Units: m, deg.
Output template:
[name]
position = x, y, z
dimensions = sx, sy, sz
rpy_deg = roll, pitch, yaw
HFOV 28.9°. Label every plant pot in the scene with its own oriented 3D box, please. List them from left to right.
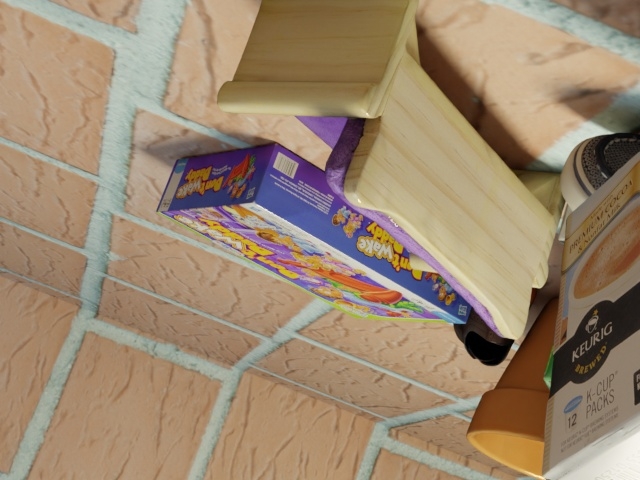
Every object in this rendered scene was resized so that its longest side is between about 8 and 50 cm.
[plant pot]
position = 0.350, 0.199, 1.563
dimensions = 0.291, 0.203, 0.291
rpy_deg = 18, 163, 5

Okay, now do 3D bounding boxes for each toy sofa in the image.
[toy sofa]
position = 0.072, -0.057, 1.089
dimensions = 0.150, 0.177, 0.362
rpy_deg = 8, 162, 36

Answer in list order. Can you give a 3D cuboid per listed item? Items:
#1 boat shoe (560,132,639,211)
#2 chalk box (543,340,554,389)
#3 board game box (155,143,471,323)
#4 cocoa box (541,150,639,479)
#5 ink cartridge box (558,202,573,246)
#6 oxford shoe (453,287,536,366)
[boat shoe]
position = 0.365, -0.032, 0.962
dimensions = 0.340, 0.127, 0.158
rpy_deg = 24, 142, 10
[chalk box]
position = 0.323, 0.126, 1.328
dimensions = 0.132, 0.213, 0.132
rpy_deg = 14, 163, 23
[board game box]
position = 0.000, 0.000, 1.564
dimensions = 0.347, 0.078, 0.233
rpy_deg = 29, 162, -31
[cocoa box]
position = 0.327, 0.024, 0.742
dimensions = 0.231, 0.228, 0.347
rpy_deg = 24, 141, -14
[ink cartridge box]
position = 0.402, 0.029, 1.159
dimensions = 0.332, 0.065, 0.165
rpy_deg = 11, 167, 27
[oxford shoe]
position = 0.214, 0.119, 1.662
dimensions = 0.097, 0.098, 0.271
rpy_deg = 19, 165, 4
